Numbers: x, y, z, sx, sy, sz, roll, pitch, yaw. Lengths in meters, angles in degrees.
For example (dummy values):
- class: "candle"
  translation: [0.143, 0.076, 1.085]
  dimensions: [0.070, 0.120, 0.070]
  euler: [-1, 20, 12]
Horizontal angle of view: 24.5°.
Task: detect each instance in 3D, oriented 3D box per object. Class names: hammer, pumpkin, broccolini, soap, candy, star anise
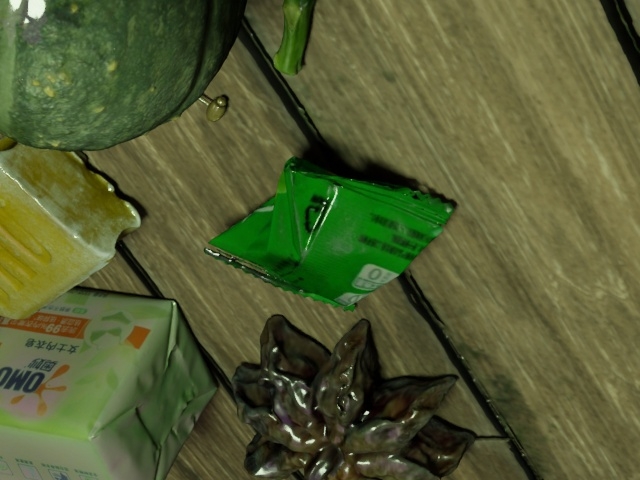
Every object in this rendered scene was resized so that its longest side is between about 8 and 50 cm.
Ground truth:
- class: "hammer"
  translation: [-0.127, -0.135, 1.166]
  dimensions: [0.123, 0.014, 0.029]
  euler: [35, 134, -7]
- class: "pumpkin"
  translation: [-0.203, -0.206, 0.906]
  dimensions: [0.327, 0.291, 0.257]
  euler: [14, 126, 3]
- class: "broccolini"
  translation: [-0.024, -0.201, 1.008]
  dimensions: [0.054, 0.051, 0.239]
  euler: [13, 148, 10]
- class: "soap"
  translation: [-0.235, 0.152, 1.430]
  dimensions: [0.199, 0.182, 0.138]
  euler: [6, 137, 26]
- class: "soap"
  translation: [-0.281, -0.009, 1.361]
  dimensions: [0.140, 0.073, 0.232]
  euler: [45, 141, -13]
- class: "candy"
  translation: [-0.003, 0.002, 1.198]
  dimensions: [0.141, 0.078, 0.203]
  euler: [34, 148, -6]
- class: "star anise"
  translation: [0.018, 0.182, 1.374]
  dimensions: [0.223, 0.109, 0.236]
  euler: [28, 141, -6]
